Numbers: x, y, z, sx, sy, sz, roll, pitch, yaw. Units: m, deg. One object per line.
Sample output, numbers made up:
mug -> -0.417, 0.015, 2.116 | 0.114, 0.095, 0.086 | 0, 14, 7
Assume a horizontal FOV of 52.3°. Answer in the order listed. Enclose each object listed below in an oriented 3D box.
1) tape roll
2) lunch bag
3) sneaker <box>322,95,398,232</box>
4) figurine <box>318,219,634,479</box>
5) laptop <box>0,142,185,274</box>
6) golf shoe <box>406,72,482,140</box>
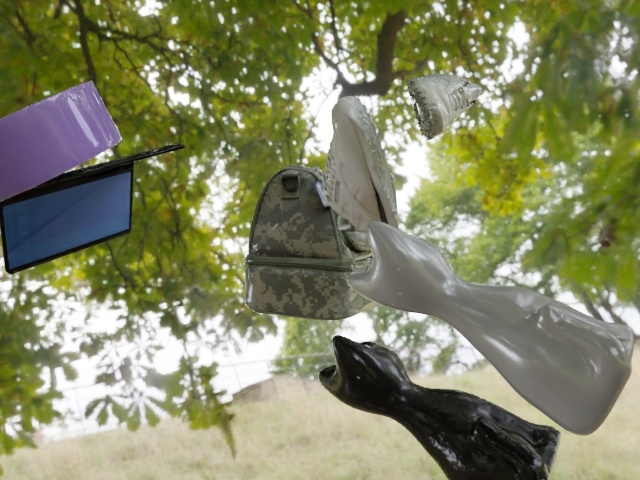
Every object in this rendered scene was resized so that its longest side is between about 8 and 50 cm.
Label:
tape roll -> -0.342, -0.116, 0.781 | 0.188, 0.080, 0.189 | -22, 18, 8
lunch bag -> 0.000, 0.000, 1.196 | 0.212, 0.256, 0.305 | 1, 2, 20
sneaker -> 0.041, -0.087, 0.862 | 0.094, 0.090, 0.235 | -6, -40, 15
figurine -> 0.103, 0.098, 0.514 | 0.092, 0.209, 0.215 | -44, -25, -46
laptop -> -0.357, -0.047, 1.019 | 0.234, 0.137, 0.264 | -25, 15, -41
golf shoe -> 0.148, -0.171, 0.770 | 0.085, 0.069, 0.176 | -14, 22, 12
